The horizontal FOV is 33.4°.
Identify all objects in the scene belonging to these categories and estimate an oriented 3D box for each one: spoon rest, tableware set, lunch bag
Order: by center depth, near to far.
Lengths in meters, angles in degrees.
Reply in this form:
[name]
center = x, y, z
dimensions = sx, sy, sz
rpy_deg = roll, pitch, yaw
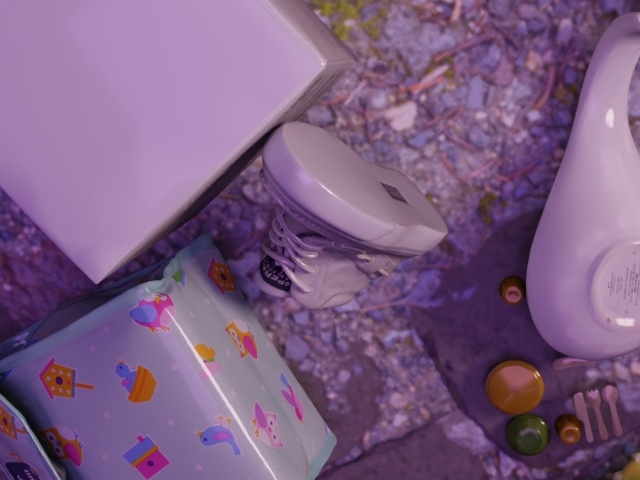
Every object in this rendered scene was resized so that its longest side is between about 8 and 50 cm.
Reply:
[spoon rest]
center = 0.230, -0.038, 0.821
dimensions = 0.137, 0.084, 0.277
rpy_deg = 0, 107, -16
[lunch bag]
center = -0.158, 0.152, 0.859
dimensions = 0.262, 0.160, 0.223
rpy_deg = -26, 101, 21
[tableware set]
center = 0.185, 0.102, 0.883
dimensions = 0.104, 0.024, 0.154
rpy_deg = -15, 100, 12

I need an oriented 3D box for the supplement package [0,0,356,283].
[supplement package]
center = -0.119, -0.129, 0.744
dimensions = 0.198, 0.263, 0.199
rpy_deg = -43, 93, 11

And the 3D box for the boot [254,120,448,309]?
[boot]
center = 0.000, 0.000, 0.769
dimensions = 0.123, 0.258, 0.095
rpy_deg = -41, 67, 14

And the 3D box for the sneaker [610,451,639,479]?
[sneaker]
center = 0.242, 0.259, 0.857
dimensions = 0.384, 0.145, 0.147
rpy_deg = -10, 58, 3
